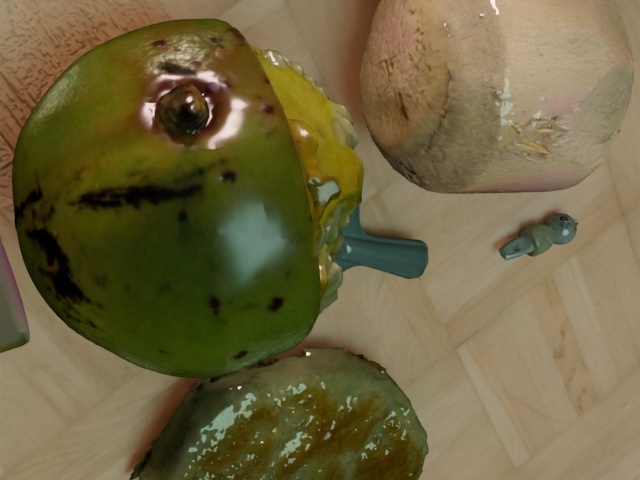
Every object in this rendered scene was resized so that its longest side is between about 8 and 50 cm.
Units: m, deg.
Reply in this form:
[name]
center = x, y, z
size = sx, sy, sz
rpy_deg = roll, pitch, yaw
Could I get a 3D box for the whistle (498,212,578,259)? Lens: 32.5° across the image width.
[whistle]
center = 0.235, -0.003, 1.174
size = 0.100, 0.035, 0.035
rpy_deg = -22, 127, -19

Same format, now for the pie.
[pie]
center = -0.025, 0.249, 1.129
size = 0.296, 0.078, 0.371
rpy_deg = -32, 131, -13

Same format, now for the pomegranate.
[pomegranate]
center = -0.103, -0.009, 0.825
size = 0.260, 0.260, 0.341
rpy_deg = -14, 148, -26

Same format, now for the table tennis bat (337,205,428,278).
[table tennis bat]
center = 0.000, 0.000, 1.026
size = 0.244, 0.040, 0.153
rpy_deg = 12, 109, -32

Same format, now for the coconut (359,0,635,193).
[coconut]
center = 0.159, -0.142, 0.928
size = 0.234, 0.224, 0.224
rpy_deg = 1, 117, -20

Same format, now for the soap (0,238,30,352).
[soap]
center = -0.319, 0.008, 0.722
size = 0.199, 0.182, 0.138
rpy_deg = -20, 126, -21
